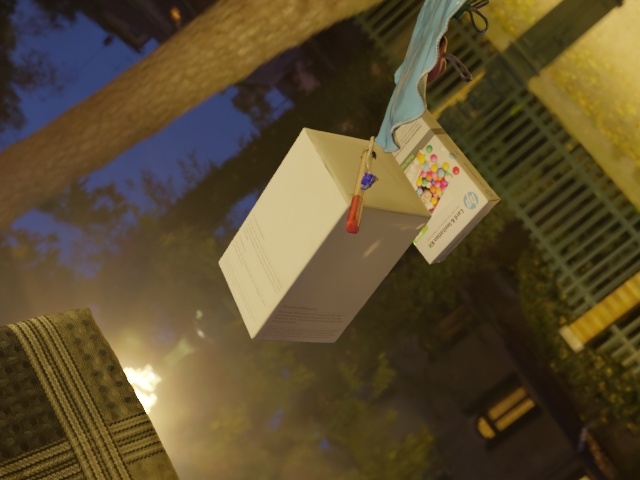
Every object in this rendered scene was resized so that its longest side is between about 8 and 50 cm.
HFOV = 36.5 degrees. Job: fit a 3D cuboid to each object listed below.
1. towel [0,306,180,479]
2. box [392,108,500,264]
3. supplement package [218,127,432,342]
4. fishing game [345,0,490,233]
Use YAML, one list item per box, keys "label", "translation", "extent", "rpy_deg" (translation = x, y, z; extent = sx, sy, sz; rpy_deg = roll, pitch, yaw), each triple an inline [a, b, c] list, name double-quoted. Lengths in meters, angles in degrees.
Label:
- label: "towel"
  translation: [-0.263, 0.229, 0.797]
  extent: [0.312, 0.056, 0.324]
  rpy_deg: [-15, -112, -42]
- label: "box"
  translation: [0.158, -0.081, 1.432]
  extent: [0.038, 0.145, 0.186]
  rpy_deg: [-13, -120, -47]
- label: "supplement package"
  translation: [0.000, 0.000, 0.916]
  extent: [0.105, 0.179, 0.105]
  rpy_deg: [7, -139, -37]
- label: "fishing game"
  translation: [0.081, -0.135, 0.587]
  extent: [0.041, 0.264, 0.189]
  rpy_deg: [22, -155, -4]
